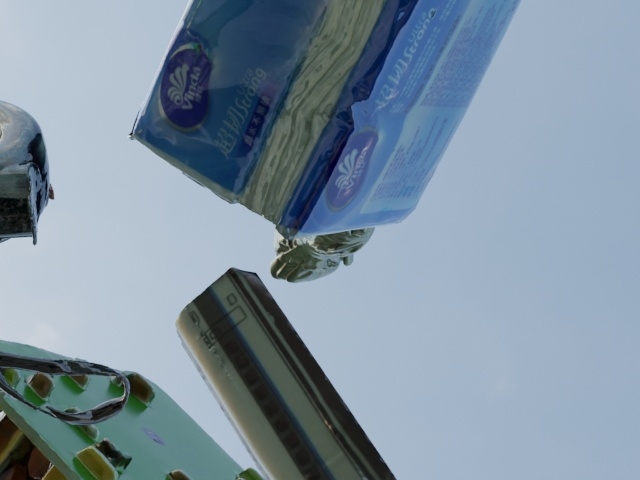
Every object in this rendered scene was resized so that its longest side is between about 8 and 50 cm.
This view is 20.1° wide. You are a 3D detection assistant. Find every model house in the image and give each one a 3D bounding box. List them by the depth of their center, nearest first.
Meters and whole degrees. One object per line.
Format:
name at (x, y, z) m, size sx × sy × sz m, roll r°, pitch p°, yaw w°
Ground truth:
model house at (-0.187, 0.298, 1.346) m, size 0.340 × 0.300 × 0.323 m, roll 42°, pitch -81°, yaw 26°

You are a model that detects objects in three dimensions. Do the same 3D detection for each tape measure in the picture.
tape measure at (-0.173, 0.015, 0.940) m, size 0.104 × 0.107 × 0.180 m, roll -16°, pitch -60°, yaw 5°

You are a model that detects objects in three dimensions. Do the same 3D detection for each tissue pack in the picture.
tissue pack at (0.027, -0.150, 1.085) m, size 0.146 × 0.198 × 0.263 m, roll 32°, pitch -75°, yaw 18°

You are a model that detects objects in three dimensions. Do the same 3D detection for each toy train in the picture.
toy train at (0.012, 0.112, 0.755) m, size 0.048 × 0.055 × 0.252 m, roll -35°, pitch -130°, yaw -2°

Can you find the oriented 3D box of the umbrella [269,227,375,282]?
umbrella at (0.000, 0.000, 1.382) m, size 0.062 × 0.067 × 0.143 m, roll 42°, pitch -29°, yaw -7°
